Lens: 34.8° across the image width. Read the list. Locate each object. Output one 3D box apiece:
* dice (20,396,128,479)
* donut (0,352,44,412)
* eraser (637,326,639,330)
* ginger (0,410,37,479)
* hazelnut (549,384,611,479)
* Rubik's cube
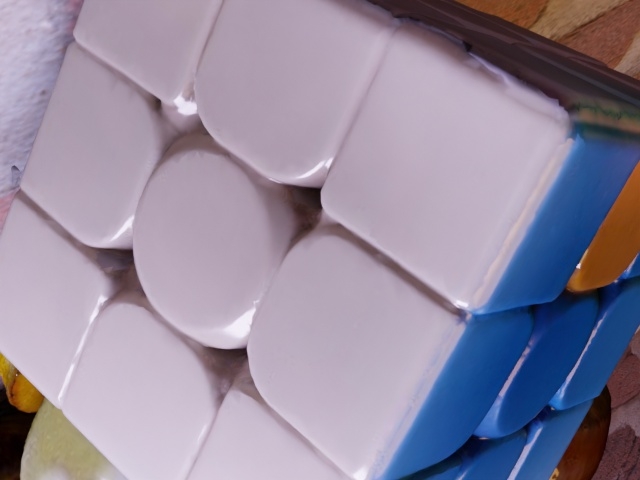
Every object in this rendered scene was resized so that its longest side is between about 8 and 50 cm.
[{"bbox_3d":[-0.078,0.188,0.812,0.238,0.227,0.233,7,118,-51],"label":"dice"},{"bbox_3d":[-0.193,0.061,0.831,0.162,0.065,0.178,-23,155,-42],"label":"donut"},{"bbox_3d":[0.382,0.020,1.409,0.082,0.213,0.397,2,135,-47],"label":"eraser"},{"bbox_3d":[-0.275,0.268,0.909,0.176,0.254,0.418,-41,155,26],"label":"ginger"},{"bbox_3d":[0.308,0.320,1.755,0.421,0.352,0.421,9,90,-80],"label":"hazelnut"},{"bbox_3d":[0.024,-0.004,0.616,0.290,0.291,0.292,-4,122,-54],"label":"Rubik's cube"}]
